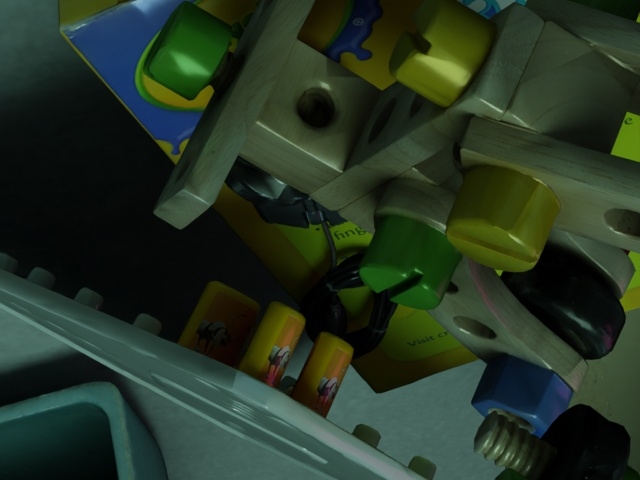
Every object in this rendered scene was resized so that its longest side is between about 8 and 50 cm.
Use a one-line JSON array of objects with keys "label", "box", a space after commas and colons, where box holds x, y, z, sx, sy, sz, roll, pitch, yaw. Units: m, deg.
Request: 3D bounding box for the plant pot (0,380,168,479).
[{"label": "plant pot", "box": [-0.204, 0.271, 1.363, 0.247, 0.247, 0.252, -15, 161, 8]}]

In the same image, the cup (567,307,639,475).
[{"label": "cup", "box": [0.313, 0.103, 1.225, 0.237, 0.331, 0.331, -20, 153, -34]}]

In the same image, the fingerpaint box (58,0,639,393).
[{"label": "fingerpaint box", "box": [0.149, -0.134, 0.939, 0.444, 0.163, 0.371, -20, 143, 16]}]

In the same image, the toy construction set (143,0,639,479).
[{"label": "toy construction set", "box": [0.072, -0.070, 0.721, 0.237, 0.257, 0.309, 32, 94, -5]}]

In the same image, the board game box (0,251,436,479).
[{"label": "board game box", "box": [-0.037, 0.083, 1.093, 0.390, 0.050, 0.390, 19, 169, 45]}]

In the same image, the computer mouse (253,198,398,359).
[{"label": "computer mouse", "box": [0.000, 0.000, 0.922, 0.071, 0.041, 0.242, -11, 145, 5]}]
